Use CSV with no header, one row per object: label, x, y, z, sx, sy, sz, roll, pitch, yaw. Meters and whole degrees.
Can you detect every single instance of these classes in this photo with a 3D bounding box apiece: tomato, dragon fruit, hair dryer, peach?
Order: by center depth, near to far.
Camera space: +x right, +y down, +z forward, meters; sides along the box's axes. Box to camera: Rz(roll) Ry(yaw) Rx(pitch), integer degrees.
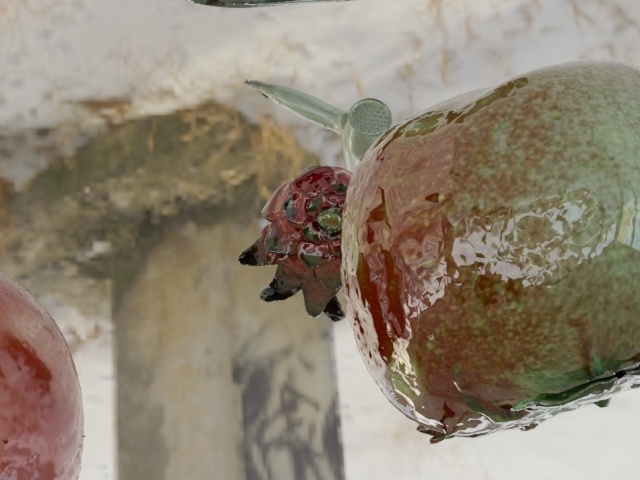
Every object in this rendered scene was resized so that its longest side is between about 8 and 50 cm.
tomato,0.156,0.002,1.023,0.303,0.239,0.303,-17,170,-3
peach,-0.381,0.153,1.294,0.290,0.372,0.372,-20,150,22
dragon fruit,0.004,-0.002,1.421,0.121,0.130,0.142,-12,143,-55
hair dryer,-0.007,-0.159,2.092,0.237,0.075,0.206,30,154,11

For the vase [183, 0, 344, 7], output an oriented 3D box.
vase,-0.061,-0.229,1.267,0.211,0.060,0.060,-6,155,-19
